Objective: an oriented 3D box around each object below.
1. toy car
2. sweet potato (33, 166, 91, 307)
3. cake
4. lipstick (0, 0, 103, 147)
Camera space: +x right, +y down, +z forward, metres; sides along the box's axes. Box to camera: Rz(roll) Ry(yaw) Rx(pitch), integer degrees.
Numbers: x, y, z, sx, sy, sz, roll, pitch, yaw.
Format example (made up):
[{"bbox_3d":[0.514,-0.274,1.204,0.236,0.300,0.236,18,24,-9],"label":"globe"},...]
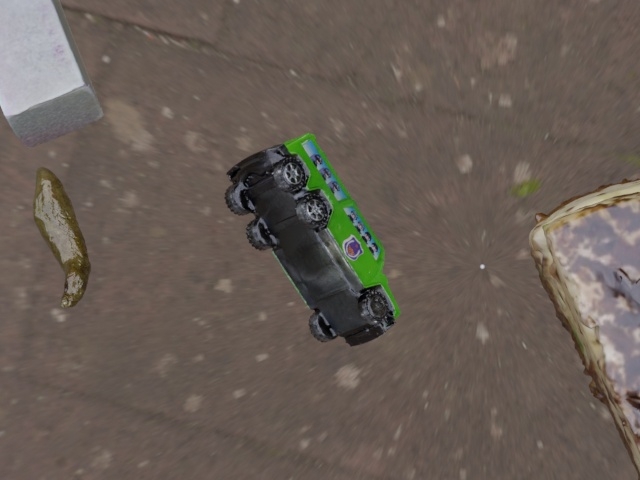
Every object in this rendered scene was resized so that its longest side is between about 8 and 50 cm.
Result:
[{"bbox_3d":[0.000,0.000,1.221,0.071,0.062,0.165,-24,103,46],"label":"toy car"},{"bbox_3d":[-0.230,-0.001,1.469,0.038,0.041,0.153,-46,50,39],"label":"sweet potato"},{"bbox_3d":[0.142,0.088,0.655,0.135,0.112,0.246,6,99,10],"label":"cake"},{"bbox_3d":[-0.246,-0.224,1.204,0.066,0.068,0.317,-23,72,-4],"label":"lipstick"}]
